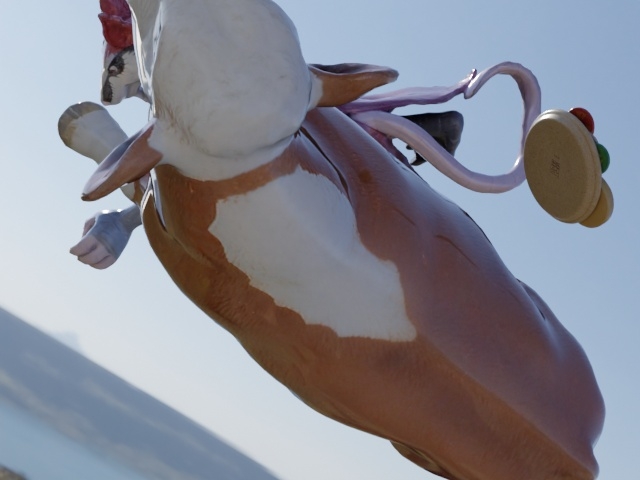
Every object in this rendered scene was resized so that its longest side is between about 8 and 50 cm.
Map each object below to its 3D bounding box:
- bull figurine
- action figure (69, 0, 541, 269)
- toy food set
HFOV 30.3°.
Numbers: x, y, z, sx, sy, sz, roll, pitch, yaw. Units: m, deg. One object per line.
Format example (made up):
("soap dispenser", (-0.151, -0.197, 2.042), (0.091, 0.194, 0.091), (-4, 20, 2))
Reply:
("bull figurine", (0.000, 0.000, 0.465), (0.310, 0.101, 0.188), (47, -3, -35))
("action figure", (-0.029, -0.086, 0.935), (0.276, 0.248, 0.370), (-13, -31, 35))
("toy food set", (0.169, -0.052, 0.812), (0.020, 0.082, 0.083), (-14, 18, -25))
